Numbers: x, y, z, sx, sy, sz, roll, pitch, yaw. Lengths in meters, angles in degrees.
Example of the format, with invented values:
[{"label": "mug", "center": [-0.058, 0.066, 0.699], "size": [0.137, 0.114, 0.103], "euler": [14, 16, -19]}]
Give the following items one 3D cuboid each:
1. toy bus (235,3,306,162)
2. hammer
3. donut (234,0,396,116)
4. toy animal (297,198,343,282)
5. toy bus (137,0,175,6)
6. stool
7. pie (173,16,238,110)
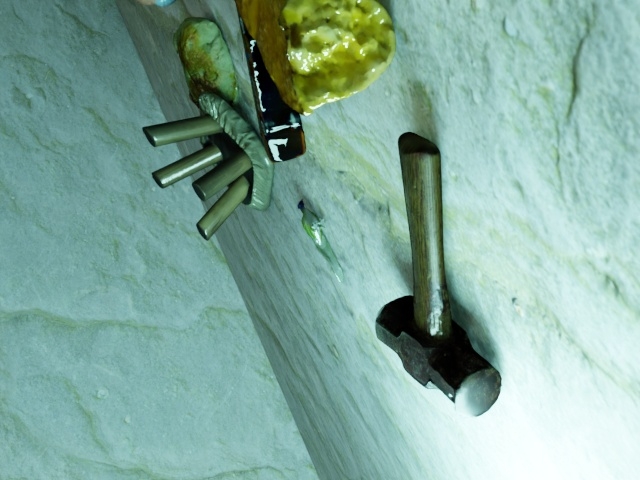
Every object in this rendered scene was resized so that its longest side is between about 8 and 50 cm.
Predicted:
[{"label": "toy bus", "center": [-0.099, -0.349, 1.211], "size": [0.092, 0.093, 0.408], "euler": [-121, 19, -52]}, {"label": "hammer", "center": [0.167, 0.040, 0.919], "size": [0.242, 0.095, 0.408], "euler": [-141, 39, -57]}, {"label": "donut", "center": [-0.014, -0.407, 0.777], "size": [0.435, 0.163, 0.377], "euler": [108, 139, -67]}, {"label": "toy animal", "center": [0.002, -0.007, 1.405], "size": [0.217, 0.041, 0.075], "euler": [59, 162, 16]}, {"label": "toy bus", "center": [-0.466, -0.773, 1.683], "size": [0.232, 0.194, 0.287], "euler": [54, 161, 4]}, {"label": "stool", "center": [-0.301, -0.197, 1.692], "size": [0.310, 0.226, 0.310], "euler": [46, 157, 15]}, {"label": "pie", "center": [-0.307, -0.478, 1.703], "size": [0.257, 0.105, 0.274], "euler": [28, 141, 43]}]
